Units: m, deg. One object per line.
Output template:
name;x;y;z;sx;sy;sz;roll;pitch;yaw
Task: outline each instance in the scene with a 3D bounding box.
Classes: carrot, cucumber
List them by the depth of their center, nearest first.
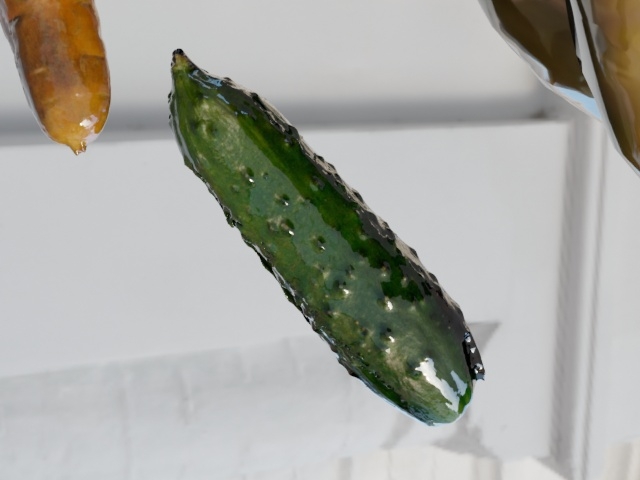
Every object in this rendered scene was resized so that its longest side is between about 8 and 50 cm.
carrot;-0.120;-0.134;0.449;0.061;0.061;0.210;-17;-92;67
cucumber;0.000;0.000;0.556;0.227;0.069;0.069;49;-19;-12

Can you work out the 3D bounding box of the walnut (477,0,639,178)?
walnut;0.177;-0.186;0.384;0.383;0.383;0.384;175;-90;-67
